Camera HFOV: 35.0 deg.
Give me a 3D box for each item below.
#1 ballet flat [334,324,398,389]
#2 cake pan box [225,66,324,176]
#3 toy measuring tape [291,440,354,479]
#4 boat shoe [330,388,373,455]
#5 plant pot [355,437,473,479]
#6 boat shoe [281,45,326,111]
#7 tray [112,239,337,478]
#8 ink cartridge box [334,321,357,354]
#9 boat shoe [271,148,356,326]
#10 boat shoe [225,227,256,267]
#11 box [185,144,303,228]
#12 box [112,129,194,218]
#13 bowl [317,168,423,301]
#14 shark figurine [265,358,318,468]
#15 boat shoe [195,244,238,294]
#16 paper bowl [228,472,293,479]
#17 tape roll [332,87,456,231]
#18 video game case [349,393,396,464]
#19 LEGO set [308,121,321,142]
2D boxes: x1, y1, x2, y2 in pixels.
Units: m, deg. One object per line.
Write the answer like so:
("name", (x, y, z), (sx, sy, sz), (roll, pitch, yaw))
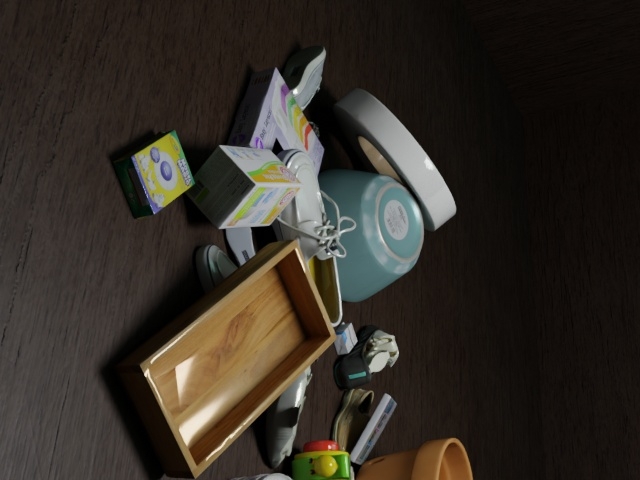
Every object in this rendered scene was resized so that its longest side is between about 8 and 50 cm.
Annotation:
("ballet flat", (0.122, 0.265, 2.309), (0.280, 0.096, 0.095), (-43, 117, -63))
("cake pan box", (-0.090, -0.183, 2.098), (0.246, 0.070, 0.267), (56, 33, -35))
("toy measuring tape", (0.005, 0.459, 1.997), (0.330, 0.121, 0.121), (77, 9, -72))
("boat shoe", (0.074, 0.388, 2.173), (0.068, 0.072, 0.190), (61, 29, -33))
("plant pot", (0.197, 0.571, 2.171), (0.291, 0.203, 0.291), (-5, 90, -66))
("boat shoe", (-0.039, -0.362, 2.298), (0.227, 0.079, 0.081), (-65, 146, -47))
("tray", (-0.142, 0.182, 1.668), (0.411, 0.076, 0.203), (-40, 114, -46))
("ink cartridge box", (0.057, 0.216, 2.271), (0.083, 0.028, 0.048), (-44, 119, -63))
("boat shoe", (-0.006, 0.004, 1.988), (0.136, 0.156, 0.367), (-19, 111, -46))
("boat shoe", (-0.146, 0.019, 1.912), (0.040, 0.049, 0.142), (142, -70, -78))
("box", (-0.137, -0.097, 1.855), (0.103, 0.114, 0.203), (47, 18, 15))
("box", (-0.271, -0.116, 1.700), (0.179, 0.043, 0.105), (-53, 127, -62))
("bowl", (0.116, -0.025, 2.267), (0.311, 0.163, 0.312), (15, 70, -47))
("shark figurine", (-0.074, 0.263, 1.890), (0.166, 0.116, 0.278), (102, 2, -57))
("boat shoe", (-0.127, 0.116, 1.822), (0.267, 0.088, 0.096), (62, 25, -14))
("paper bowl", (-0.073, 0.533, 1.694), (0.284, 0.148, 0.284), (44, 39, -52))
("tape roll", (0.174, -0.189, 2.406), (0.392, 0.072, 0.392), (50, -4, 5))
("video game case", (0.113, 0.406, 2.169), (0.157, 0.019, 0.143), (-59, 164, -8))
("LEGO set", (-0.006, -0.242, 2.359), (0.083, 0.023, 0.054), (57, 31, -39))
